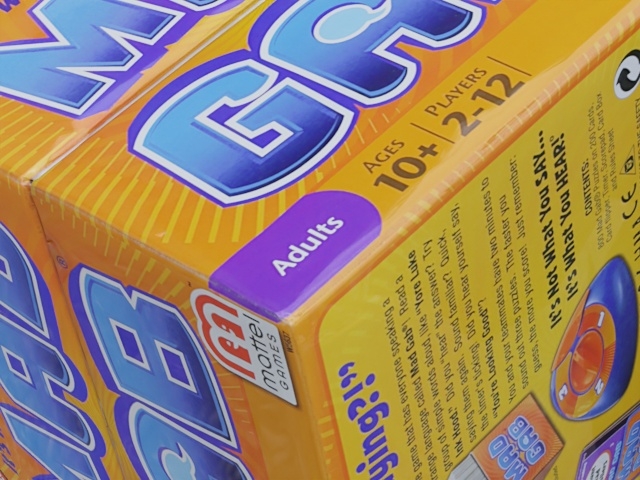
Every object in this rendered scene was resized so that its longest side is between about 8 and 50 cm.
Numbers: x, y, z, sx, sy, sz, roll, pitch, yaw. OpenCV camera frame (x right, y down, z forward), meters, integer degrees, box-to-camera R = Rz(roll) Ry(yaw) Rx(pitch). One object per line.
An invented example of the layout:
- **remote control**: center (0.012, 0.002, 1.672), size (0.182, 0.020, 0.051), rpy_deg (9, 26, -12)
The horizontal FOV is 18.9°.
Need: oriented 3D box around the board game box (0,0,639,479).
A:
- **board game box**: center (0.000, 0.000, 1.131), size (0.356, 0.356, 0.356), rpy_deg (26, 54, 35)
